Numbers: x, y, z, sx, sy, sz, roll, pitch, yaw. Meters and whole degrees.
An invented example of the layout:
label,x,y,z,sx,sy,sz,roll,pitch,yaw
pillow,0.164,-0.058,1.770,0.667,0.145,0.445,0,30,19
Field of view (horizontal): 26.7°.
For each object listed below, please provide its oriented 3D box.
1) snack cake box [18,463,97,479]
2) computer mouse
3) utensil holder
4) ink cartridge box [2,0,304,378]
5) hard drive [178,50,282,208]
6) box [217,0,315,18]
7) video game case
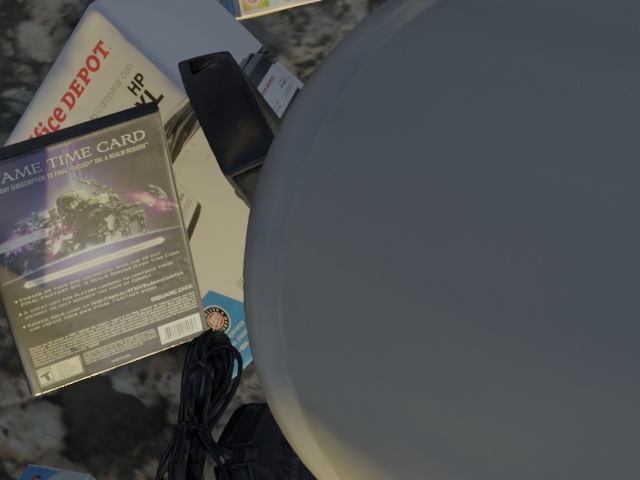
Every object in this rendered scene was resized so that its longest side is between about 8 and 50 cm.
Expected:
label,x,y,z,sx,sy,sz,roll,pitch,yaw
snack cake box,-0.205,0.345,1.238,0.264,0.089,0.152,57,48,-36
computer mouse,-0.024,0.209,1.219,0.272,0.072,0.188,24,52,-20
utensil holder,0.177,0.042,0.541,0.327,0.385,0.328,-3,100,-19
ink cartridge box,-0.141,-0.079,1.566,0.395,0.285,0.166,44,40,1
hard drive,-0.041,-0.062,1.128,0.054,0.255,0.172,-35,119,4
box,-0.098,-0.340,1.714,0.203,0.103,0.114,-26,108,-55
video game case,-0.227,0.013,1.338,0.196,0.026,0.274,-19,124,-15
